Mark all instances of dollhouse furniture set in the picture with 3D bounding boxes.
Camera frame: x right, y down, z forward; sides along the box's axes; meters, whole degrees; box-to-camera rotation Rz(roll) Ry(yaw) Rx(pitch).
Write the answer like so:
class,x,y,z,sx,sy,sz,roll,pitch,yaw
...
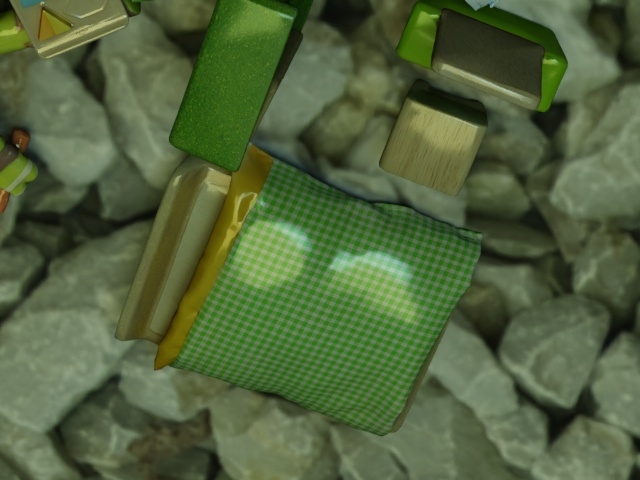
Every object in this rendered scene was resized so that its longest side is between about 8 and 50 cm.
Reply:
class,x,y,z,sx,sy,sz,roll,pitch,yaw
dollhouse furniture set,0.000,0.000,0.998,0.197,0.151,0.302,21,115,-2

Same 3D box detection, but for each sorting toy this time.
class,x,y,z,sx,sy,sz,roll,pitch,yaw
sorting toy,-0.132,-0.141,0.957,0.083,0.012,0.062,-22,122,2

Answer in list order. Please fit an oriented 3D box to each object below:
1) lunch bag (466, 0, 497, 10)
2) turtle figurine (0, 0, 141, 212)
class,x,y,z,sx,sy,sz,roll,pitch,yaw
lunch bag,0.090,-0.181,0.961,0.071,0.053,0.083,-39,94,19
turtle figurine,-0.231,-0.135,1.003,0.217,0.087,0.269,-30,107,19
